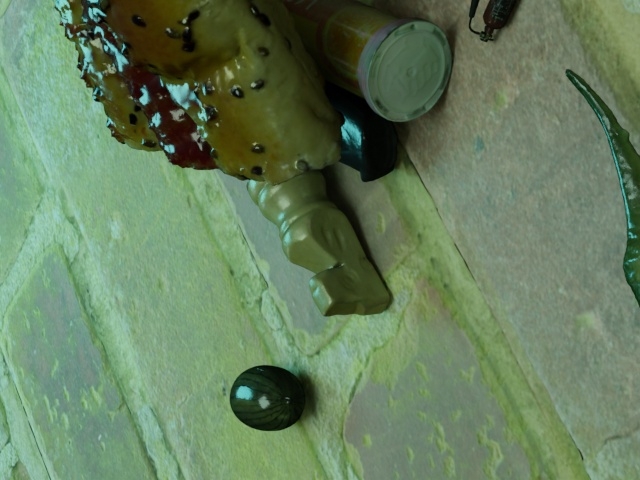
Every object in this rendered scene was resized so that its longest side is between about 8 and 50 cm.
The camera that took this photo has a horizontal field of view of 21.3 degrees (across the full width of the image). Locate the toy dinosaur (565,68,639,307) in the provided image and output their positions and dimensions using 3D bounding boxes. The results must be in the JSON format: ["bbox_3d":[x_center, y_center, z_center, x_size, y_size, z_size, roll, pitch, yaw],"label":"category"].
[{"bbox_3d":[0.303,0.079,1.513,0.447,0.087,0.301,59,144,31],"label":"toy dinosaur"}]

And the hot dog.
[{"bbox_3d":[-0.166,-0.251,1.750,0.367,0.196,0.365,21,139,56],"label":"hot dog"}]

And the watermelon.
[{"bbox_3d":[-0.061,0.186,2.004,0.111,0.078,0.078,2,97,52],"label":"watermelon"}]

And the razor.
[{"bbox_3d":[0.025,-0.125,1.849,0.148,0.054,0.090,30,137,45],"label":"razor"}]

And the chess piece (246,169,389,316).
[{"bbox_3d":[0.000,0.000,1.886,0.200,0.090,0.090,59,137,26],"label":"chess piece"}]

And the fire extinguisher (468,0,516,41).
[{"bbox_3d":[0.166,-0.233,1.661,0.100,0.046,0.032,-66,34,32],"label":"fire extinguisher"}]

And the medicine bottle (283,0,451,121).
[{"bbox_3d":[-0.033,-0.242,1.873,0.426,0.108,0.108,30,119,47],"label":"medicine bottle"}]
